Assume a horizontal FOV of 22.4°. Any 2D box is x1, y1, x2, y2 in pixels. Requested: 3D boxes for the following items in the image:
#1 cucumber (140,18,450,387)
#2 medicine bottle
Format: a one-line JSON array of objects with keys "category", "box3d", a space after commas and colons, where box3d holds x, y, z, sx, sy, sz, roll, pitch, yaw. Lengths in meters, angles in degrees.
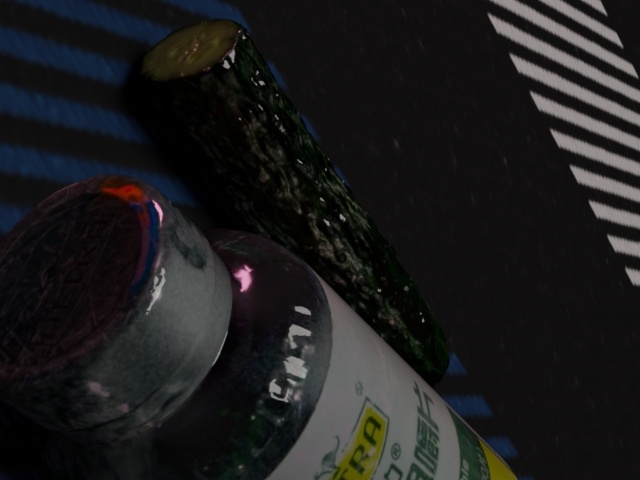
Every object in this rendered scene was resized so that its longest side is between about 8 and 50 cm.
[{"category": "cucumber", "box3d": [0.000, 0.000, 0.898, 0.293, 0.068, 0.067, 54, 32, -35]}, {"category": "medicine bottle", "box3d": [-0.024, 0.091, 0.713, 0.293, 0.141, 0.141, 45, 37, -41]}]
